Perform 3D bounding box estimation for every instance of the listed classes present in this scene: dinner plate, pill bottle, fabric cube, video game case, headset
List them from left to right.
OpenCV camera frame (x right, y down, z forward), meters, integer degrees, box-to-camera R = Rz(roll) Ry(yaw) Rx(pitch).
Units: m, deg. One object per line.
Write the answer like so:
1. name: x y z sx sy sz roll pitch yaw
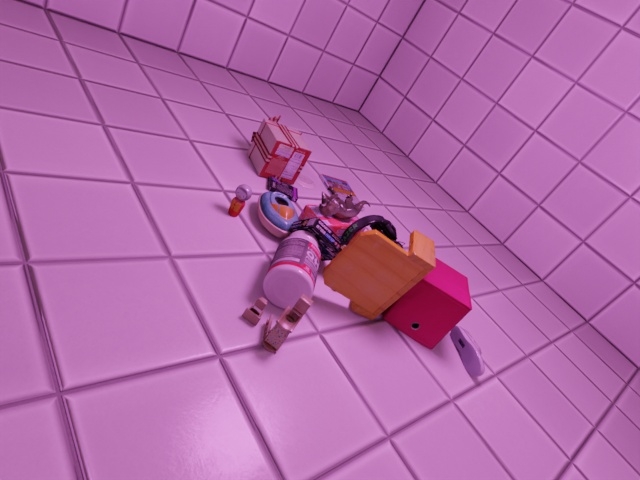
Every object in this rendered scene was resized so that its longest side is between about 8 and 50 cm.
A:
1. pill bottle: -0.092 0.092 1.578 0.176 0.176 0.319 29 29 -8
2. dinner plate: -0.089 -0.338 2.410 0.141 0.017 0.141 24 29 -14
3. video game case: 0.125 -0.286 2.537 0.204 0.025 0.285 11 36 -34
4. headset: 0.252 -0.016 2.033 0.394 0.243 0.185 15 34 -40
5. fabric cube: 0.447 0.243 1.809 0.254 0.258 0.259 33 29 -2

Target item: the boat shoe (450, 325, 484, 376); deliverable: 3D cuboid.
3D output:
1. boat shoe: 0.647 0.469 1.834 0.084 0.095 0.258 17 33 -20

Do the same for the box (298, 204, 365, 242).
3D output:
1. box: 0.045 -0.062 1.988 0.299 0.142 0.154 -1 43 -46

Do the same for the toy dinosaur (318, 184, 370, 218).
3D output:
1. toy dinosaur: 0.093 -0.151 1.939 0.313 0.121 0.160 17 43 -35

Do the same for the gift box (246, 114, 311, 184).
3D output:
1. gift box: -0.207 -0.485 2.260 0.255 0.276 0.258 15 32 -40

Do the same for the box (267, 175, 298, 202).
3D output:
1. box: -0.191 -0.260 2.174 0.162 0.029 0.116 24 29 -19

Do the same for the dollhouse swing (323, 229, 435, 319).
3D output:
1. dollhouse swing: 0.216 0.079 1.688 0.305 0.347 0.315 39 27 -7

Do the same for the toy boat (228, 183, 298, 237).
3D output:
1. toy boat: -0.227 -0.138 1.824 0.318 0.148 0.268 13 35 -33

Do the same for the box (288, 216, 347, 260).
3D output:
1. box: 0.000 0.000 1.762 0.220 0.175 0.051 43 62 -25

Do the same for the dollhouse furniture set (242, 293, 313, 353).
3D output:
1. dollhouse furniture set: -0.145 0.223 1.316 0.161 0.182 0.101 36 29 4
